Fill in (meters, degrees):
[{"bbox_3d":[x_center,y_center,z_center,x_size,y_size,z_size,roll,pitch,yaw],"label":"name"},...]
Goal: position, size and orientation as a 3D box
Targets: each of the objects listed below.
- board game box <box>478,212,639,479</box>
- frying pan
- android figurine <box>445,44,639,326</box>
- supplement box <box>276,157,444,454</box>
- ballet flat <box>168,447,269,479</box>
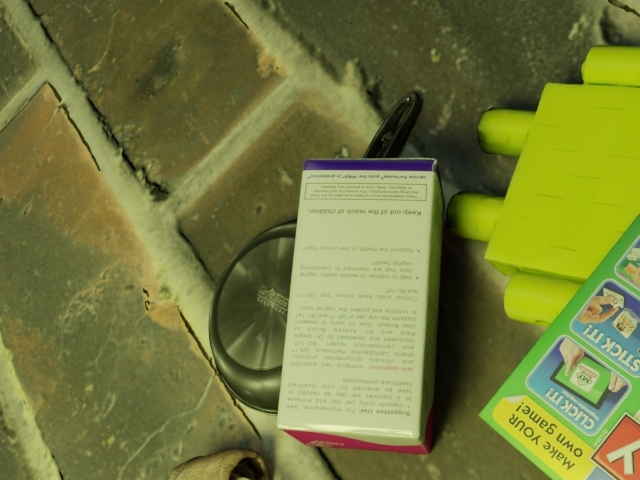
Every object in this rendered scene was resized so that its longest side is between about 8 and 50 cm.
[{"bbox_3d":[0.287,0.131,0.588,0.317,0.046,0.213,39,92,30],"label":"board game box"},{"bbox_3d":[0.012,0.021,0.877,0.326,0.053,0.197,-45,51,11],"label":"frying pan"},{"bbox_3d":[0.235,-0.040,0.744,0.273,0.056,0.248,14,76,40],"label":"android figurine"},{"bbox_3d":[0.039,0.055,0.766,0.114,0.111,0.220,0,70,11],"label":"supplement box"},{"bbox_3d":[-0.052,0.303,0.742,0.106,0.107,0.316,-28,55,12],"label":"ballet flat"}]
